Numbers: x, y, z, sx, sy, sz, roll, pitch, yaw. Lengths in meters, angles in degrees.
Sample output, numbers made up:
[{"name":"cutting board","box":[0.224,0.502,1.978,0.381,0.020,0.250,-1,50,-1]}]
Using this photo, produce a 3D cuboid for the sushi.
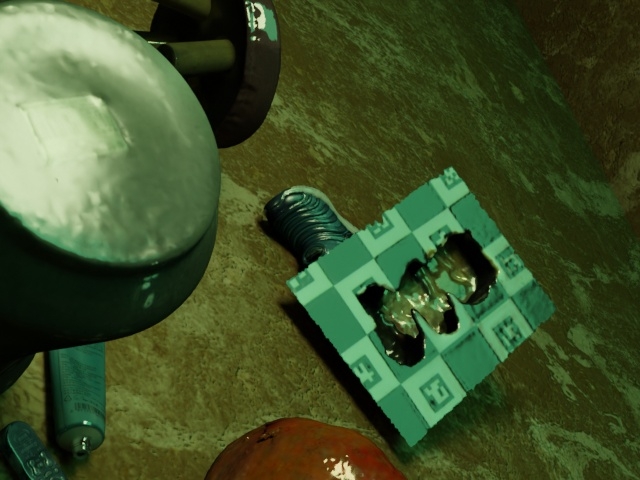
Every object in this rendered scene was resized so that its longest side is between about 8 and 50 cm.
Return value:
[{"name":"sushi","box":[0.145,0.100,1.622,0.373,0.100,0.296,-36,89,-32]}]

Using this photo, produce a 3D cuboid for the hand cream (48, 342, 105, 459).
[{"name":"hand cream","box":[-0.263,0.139,1.135,0.083,0.048,0.224,30,29,-34]}]

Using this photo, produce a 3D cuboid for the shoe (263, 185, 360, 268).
[{"name":"shoe","box":[0.000,0.000,1.605,0.207,0.091,0.106,40,25,-27]}]

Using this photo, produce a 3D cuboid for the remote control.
[{"name":"remote control","box":[-0.263,0.243,1.025,0.152,0.027,0.043,55,23,2]}]

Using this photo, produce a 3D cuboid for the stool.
[{"name":"stool","box":[-0.199,-0.262,1.466,0.179,0.272,0.272,-5,60,-40]}]

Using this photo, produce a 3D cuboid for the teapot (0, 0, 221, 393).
[{"name":"teapot","box":[-0.307,-0.002,0.900,0.376,0.362,0.305,-17,75,-48]}]

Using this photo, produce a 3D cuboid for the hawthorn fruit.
[{"name":"hawthorn fruit","box":[-0.016,0.343,1.048,0.276,0.276,0.307,43,44,-16]}]

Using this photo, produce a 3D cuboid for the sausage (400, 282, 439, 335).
[{"name":"sausage","box":[0.139,0.119,1.695,0.074,0.074,0.274,-8,65,-58]}]
